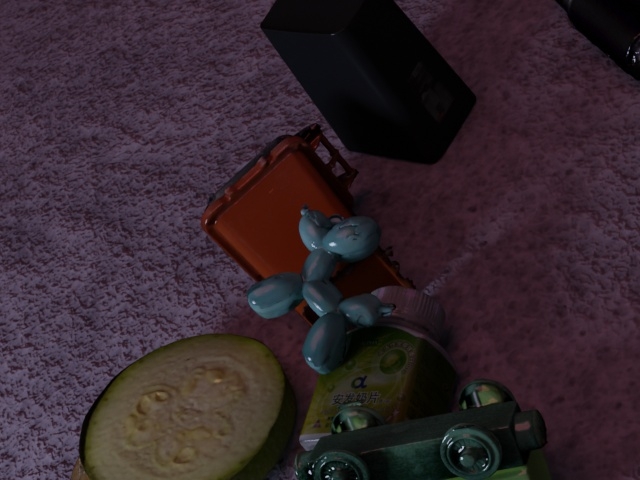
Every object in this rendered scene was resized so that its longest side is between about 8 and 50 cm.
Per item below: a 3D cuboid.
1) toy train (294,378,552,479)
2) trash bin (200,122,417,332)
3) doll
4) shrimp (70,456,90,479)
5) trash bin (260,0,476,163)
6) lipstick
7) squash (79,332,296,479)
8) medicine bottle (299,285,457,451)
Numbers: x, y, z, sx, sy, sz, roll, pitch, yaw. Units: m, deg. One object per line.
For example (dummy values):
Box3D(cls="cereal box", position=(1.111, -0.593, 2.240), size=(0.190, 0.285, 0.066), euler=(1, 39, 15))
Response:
Box3D(cls="toy train", position=(0.105, 0.231, 1.480), size=(0.253, 0.157, 0.105), euler=(-14, 22, 22))
Box3D(cls="trash bin", position=(0.000, 0.000, 1.789), size=(0.184, 0.161, 0.238), euler=(-43, 46, -1))
Box3D(cls="doll", position=(0.005, 0.040, 1.629), size=(0.158, 0.059, 0.159), euler=(-39, 67, -2))
Box3D(cls="shrimp", position=(-0.244, 0.240, 1.864), size=(0.162, 0.045, 0.095), euler=(-54, 19, -6))
Box3D(cls="trash bin", position=(0.055, -0.213, 1.873), size=(0.165, 0.225, 0.115), euler=(13, 63, 46))
Box3D(cls="lipstick", position=(0.323, -0.285, 1.830), size=(0.081, 0.081, 0.299), euler=(-39, 40, 4))
Box3D(cls="squash", position=(-0.152, 0.210, 1.748), size=(0.252, 0.049, 0.252), euler=(-14, 41, 12))
Box3D(cls="medicine bottle", position=(0.069, 0.149, 1.634), size=(0.132, 0.088, 0.188), euler=(-9, 50, 36))
